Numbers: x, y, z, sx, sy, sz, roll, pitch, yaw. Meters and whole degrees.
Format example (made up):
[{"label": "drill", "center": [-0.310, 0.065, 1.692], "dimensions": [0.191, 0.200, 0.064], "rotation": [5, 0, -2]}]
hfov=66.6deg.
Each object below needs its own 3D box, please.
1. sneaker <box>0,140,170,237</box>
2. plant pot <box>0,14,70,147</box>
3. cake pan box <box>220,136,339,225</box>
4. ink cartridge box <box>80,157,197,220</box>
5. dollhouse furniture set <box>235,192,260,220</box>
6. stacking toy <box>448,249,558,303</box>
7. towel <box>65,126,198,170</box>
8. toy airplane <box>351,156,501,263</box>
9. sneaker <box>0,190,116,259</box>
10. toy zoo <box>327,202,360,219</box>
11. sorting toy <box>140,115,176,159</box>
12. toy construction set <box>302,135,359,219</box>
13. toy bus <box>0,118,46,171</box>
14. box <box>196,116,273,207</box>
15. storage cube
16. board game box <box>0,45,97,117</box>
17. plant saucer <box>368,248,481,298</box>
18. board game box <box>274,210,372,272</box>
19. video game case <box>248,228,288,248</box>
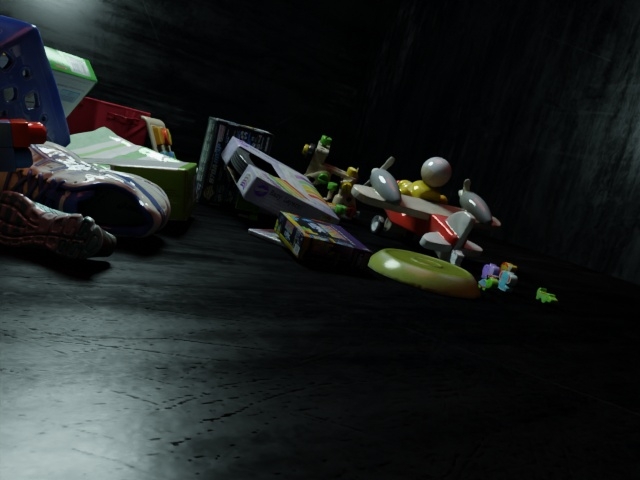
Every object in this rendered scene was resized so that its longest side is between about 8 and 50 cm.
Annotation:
[{"label": "sneaker", "center": [-0.368, -0.075, 0.699], "dimensions": [0.297, 0.111, 0.131], "rotation": [11, 10, -16]}, {"label": "plant pot", "center": [-0.599, -0.229, 0.800], "dimensions": [0.236, 0.235, 0.212], "rotation": [16, 47, 6]}, {"label": "cake pan box", "center": [-0.107, -0.134, 1.203], "dimensions": [0.267, 0.070, 0.245], "rotation": [26, 17, -35]}, {"label": "ink cartridge box", "center": [-0.373, -0.104, 0.923], "dimensions": [0.256, 0.096, 0.189], "rotation": [2, 12, -9]}, {"label": "dollhouse furniture set", "center": [-0.178, -0.096, 1.218], "dimensions": [0.059, 0.076, 0.151], "rotation": [14, 10, -9]}, {"label": "stacking toy", "center": [0.418, 0.083, 1.136], "dimensions": [0.167, 0.052, 0.221], "rotation": [12, 10, -12]}, {"label": "towel", "center": [-0.484, -0.205, 1.266], "dimensions": [0.325, 0.038, 0.248], "rotation": [25, 22, 0]}, {"label": "toy airplane", "center": [0.312, -0.101, 1.385], "dimensions": [0.385, 0.272, 0.386], "rotation": [19, 10, 21]}, {"label": "sneaker", "center": [-0.324, -0.011, 0.589], "dimensions": [0.167, 0.064, 0.076], "rotation": [19, -6, 11]}, {"label": "toy zoo", "center": [0.003, -0.124, 1.797], "dimensions": [0.294, 0.030, 0.192], "rotation": [13, 9, -11]}, {"label": "sorting toy", "center": [-0.504, -0.296, 1.571], "dimensions": [0.038, 0.208, 0.193], "rotation": [-16, 11, 0]}, {"label": "toy construction set", "center": [0.051, -0.225, 1.659], "dimensions": [0.258, 0.237, 0.309], "rotation": [24, 20, 22]}, {"label": "toy bus", "center": [-0.454, -0.120, 0.588], "dimensions": [0.212, 0.149, 0.220], "rotation": [-11, 21, -35]}, {"label": "box", "center": [-0.232, -0.198, 1.295], "dimensions": [0.175, 0.220, 0.051], "rotation": [5, 16, -40]}, {"label": "storage cube", "center": [-0.691, -0.346, 1.562], "dimensions": [0.215, 0.193, 0.184], "rotation": [22, 12, 34]}, {"label": "board game box", "center": [-0.682, -0.298, 1.052], "dimensions": [0.242, 0.317, 0.064], "rotation": [-1, 62, -60]}, {"label": "plant saucer", "center": [0.216, 0.060, 1.009], "dimensions": [0.241, 0.037, 0.241], "rotation": [14, 9, -2]}, {"label": "board game box", "center": [0.000, 0.000, 0.948], "dimensions": [0.141, 0.048, 0.170], "rotation": [12, 14, -24]}, {"label": "video game case", "center": [-0.077, -0.002, 1.010], "dimensions": [0.122, 0.011, 0.087], "rotation": [19, 11, 30]}]
